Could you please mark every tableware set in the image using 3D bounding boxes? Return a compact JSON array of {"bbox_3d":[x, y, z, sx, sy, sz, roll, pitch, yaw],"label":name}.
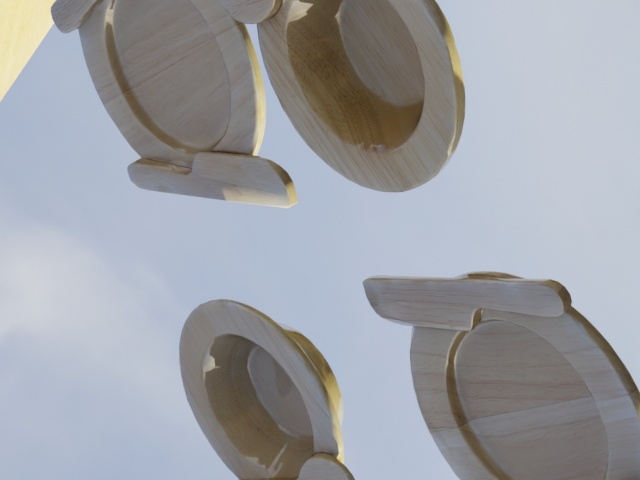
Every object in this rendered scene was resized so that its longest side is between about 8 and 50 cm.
[{"bbox_3d":[0.000,0.000,0.410,0.020,0.141,0.168,-30,-76,-36],"label":"tableware set"}]

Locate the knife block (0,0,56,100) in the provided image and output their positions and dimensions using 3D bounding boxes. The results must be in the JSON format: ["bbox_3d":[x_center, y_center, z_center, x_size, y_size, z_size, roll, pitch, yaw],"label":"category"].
[{"bbox_3d":[-0.132,-0.194,0.666,0.088,0.275,0.242,27,167,19],"label":"knife block"}]
